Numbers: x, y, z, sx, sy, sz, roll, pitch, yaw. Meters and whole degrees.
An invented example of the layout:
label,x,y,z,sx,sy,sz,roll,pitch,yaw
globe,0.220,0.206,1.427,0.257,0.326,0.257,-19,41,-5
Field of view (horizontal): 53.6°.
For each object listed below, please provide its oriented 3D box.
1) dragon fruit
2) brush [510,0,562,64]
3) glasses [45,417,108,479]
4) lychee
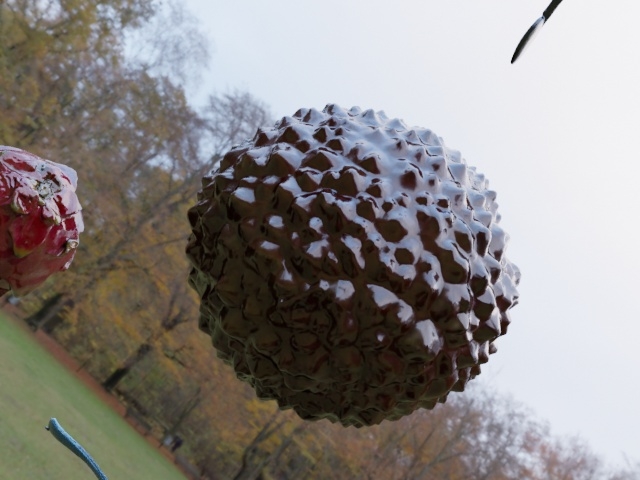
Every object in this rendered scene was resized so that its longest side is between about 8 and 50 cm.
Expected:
label,x,y,z,sx,sy,sz,roll,pitch,yaw
dragon fruit,-0.281,-0.016,0.564,0.133,0.136,0.166,48,-32,13
brush,0.169,-0.169,0.478,0.008,0.083,0.024,39,10,18
glasses,-0.243,0.260,0.503,0.088,0.190,0.220,-54,-124,28
lychee,0.020,0.015,0.528,0.264,0.264,0.300,55,3,-29
